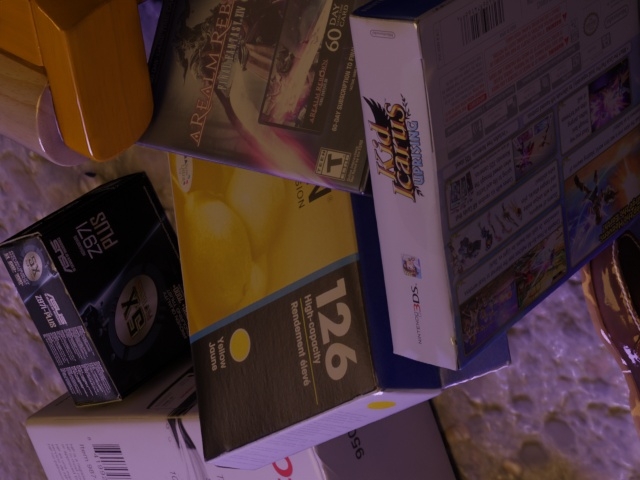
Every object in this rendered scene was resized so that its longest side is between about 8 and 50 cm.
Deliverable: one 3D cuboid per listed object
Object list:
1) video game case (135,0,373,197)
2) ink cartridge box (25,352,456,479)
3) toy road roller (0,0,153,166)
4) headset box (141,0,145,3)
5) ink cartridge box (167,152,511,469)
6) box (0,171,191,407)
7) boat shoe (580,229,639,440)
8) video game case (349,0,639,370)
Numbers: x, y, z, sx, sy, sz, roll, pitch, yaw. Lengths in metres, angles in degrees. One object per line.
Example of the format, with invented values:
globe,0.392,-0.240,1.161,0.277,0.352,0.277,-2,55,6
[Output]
video game case,-0.037,-0.152,1.322,0.274,0.026,0.196,14,90,41
ink cartridge box,-0.061,0.258,1.583,0.395,0.166,0.286,-6,110,44
toy road roller,-0.205,-0.252,1.358,0.202,0.240,0.330,27,139,30
headset box,-0.186,-0.248,1.480,0.062,0.032,0.083,8,121,39
ink cartridge box,0.000,0.000,1.321,0.307,0.072,0.304,-30,60,44
box,-0.204,0.047,1.595,0.077,0.147,0.180,-14,105,45
boat shoe,0.264,0.079,1.261,0.073,0.073,0.207,-8,117,42
video game case,0.133,-0.081,1.129,0.061,0.269,0.244,11,121,38
